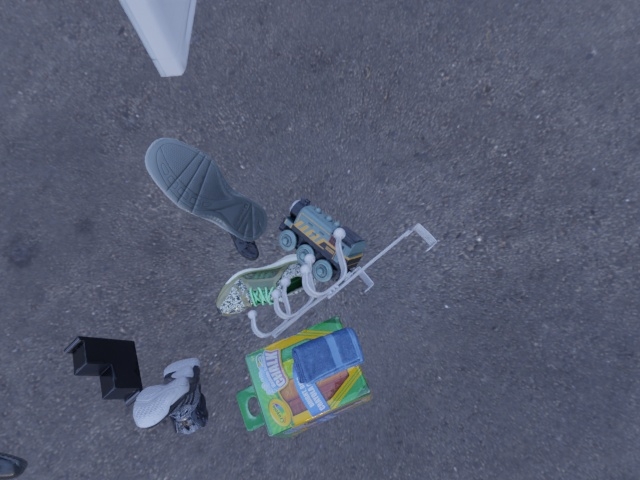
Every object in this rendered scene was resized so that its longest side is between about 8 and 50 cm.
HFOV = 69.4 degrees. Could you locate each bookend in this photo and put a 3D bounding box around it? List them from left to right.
[{"bbox_3d":[-0.549,0.334,1.174,0.072,0.156,0.157,-41,55,21],"label":"bookend"}]

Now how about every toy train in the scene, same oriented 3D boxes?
[{"bbox_3d":[0.000,0.000,1.585,0.334,0.142,0.190,40,116,25],"label":"toy train"}]

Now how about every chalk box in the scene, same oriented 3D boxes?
[{"bbox_3d":[-0.049,0.321,1.029,0.289,0.179,0.180,-24,64,-3],"label":"chalk box"}]

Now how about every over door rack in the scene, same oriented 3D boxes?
[{"bbox_3d":[0.032,0.061,0.902,0.324,0.239,0.108,-20,76,-39],"label":"over door rack"}]

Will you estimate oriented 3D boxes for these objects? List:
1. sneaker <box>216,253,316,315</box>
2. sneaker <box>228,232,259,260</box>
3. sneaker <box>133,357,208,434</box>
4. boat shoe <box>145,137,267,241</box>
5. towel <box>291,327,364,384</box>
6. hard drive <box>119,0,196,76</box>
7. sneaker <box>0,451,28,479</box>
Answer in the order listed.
[{"bbox_3d":[-0.197,0.184,1.750,0.410,0.182,0.158,-25,119,-12],"label":"sneaker"},{"bbox_3d":[-0.208,-0.032,1.231,0.051,0.089,0.170,-28,80,-39],"label":"sneaker"},{"bbox_3d":[-0.322,0.381,1.044,0.101,0.268,0.153,-13,98,5],"label":"sneaker"},{"bbox_3d":[-0.247,-0.102,0.992,0.103,0.320,0.118,19,78,44],"label":"boat shoe"},{"bbox_3d":[0.013,0.191,0.773,0.119,0.029,0.067,-14,82,-27],"label":"towel"},{"bbox_3d":[-0.242,-0.424,0.582,0.047,0.353,0.233,-3,64,5],"label":"hard drive"},{"bbox_3d":[-0.758,0.474,0.889,0.331,0.122,0.146,7,59,-15],"label":"sneaker"}]
